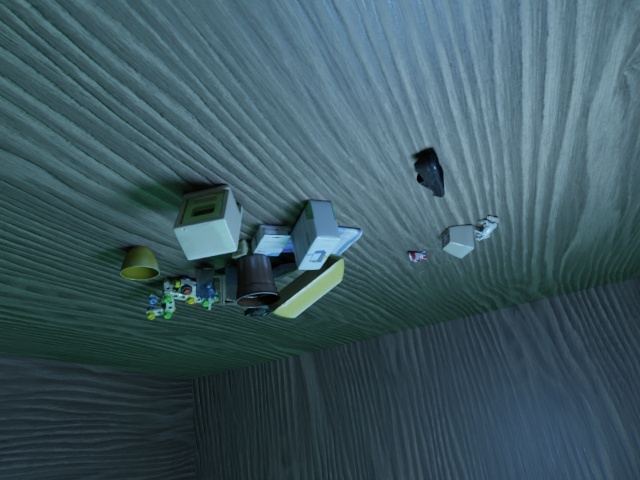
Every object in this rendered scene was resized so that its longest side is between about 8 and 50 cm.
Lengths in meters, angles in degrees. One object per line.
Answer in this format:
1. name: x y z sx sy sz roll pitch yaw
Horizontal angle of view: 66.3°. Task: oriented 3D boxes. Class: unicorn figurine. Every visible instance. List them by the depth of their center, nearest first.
1. unicorn figurine: 0.677 -0.040 2.015 0.111 0.060 0.162 -3 153 -33

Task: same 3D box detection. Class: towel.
1. towel: 0.000 0.000 1.908 0.284 0.034 0.209 4 152 -27

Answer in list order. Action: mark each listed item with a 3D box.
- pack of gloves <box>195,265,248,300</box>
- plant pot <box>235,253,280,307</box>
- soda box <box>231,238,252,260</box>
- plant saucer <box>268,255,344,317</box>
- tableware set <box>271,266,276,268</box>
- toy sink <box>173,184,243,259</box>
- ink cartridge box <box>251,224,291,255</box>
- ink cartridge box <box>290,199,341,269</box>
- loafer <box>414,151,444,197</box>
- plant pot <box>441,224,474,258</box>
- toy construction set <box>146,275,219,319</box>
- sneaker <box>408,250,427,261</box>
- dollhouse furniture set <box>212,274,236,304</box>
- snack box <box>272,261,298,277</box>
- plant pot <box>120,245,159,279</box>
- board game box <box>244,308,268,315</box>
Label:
1. pack of gloves: -0.398 0.156 1.944 0.194 0.232 0.046 -5 121 -12
2. plant pot: -0.243 0.148 1.835 0.166 0.165 0.167 -8 157 -4
3. soda box: -0.276 0.057 1.901 0.058 0.062 0.181 -16 155 17
4. plant saucer: -0.051 0.190 1.928 0.332 0.081 0.332 -37 -175 -9
5. tableware set: -0.295 0.149 2.130 0.194 0.039 0.128 -25 152 32
6. toy sink: -0.331 -0.074 1.472 0.152 0.234 0.131 -10 127 6
7. ink cartridge box: -0.182 -0.006 1.794 0.104 0.062 0.181 2 155 -22
8. ink cartridge box: -0.022 -0.015 1.685 0.093 0.155 0.212 2 146 -24
9. loafer: 0.340 -0.203 1.532 0.078 0.080 0.220 -7 153 20
10. plant pot: 0.560 -0.002 2.021 0.096 0.109 0.109 10 153 -12
11. toy construction set: -0.574 0.252 2.127 0.327 0.151 0.215 3 130 -43
12. sneaker: 0.440 0.069 2.203 0.066 0.042 0.118 -16 163 25
13. dollhouse furniture set: -0.370 0.212 2.125 0.128 0.130 0.183 -3 175 17
14. snack box: -0.173 0.137 2.116 0.141 0.037 0.100 -31 165 38
15. plant pot: -0.651 0.076 1.771 0.134 0.095 0.134 -7 157 -3
16. board game box: -0.316 0.367 2.630 0.126 0.026 0.186 5 152 -30
